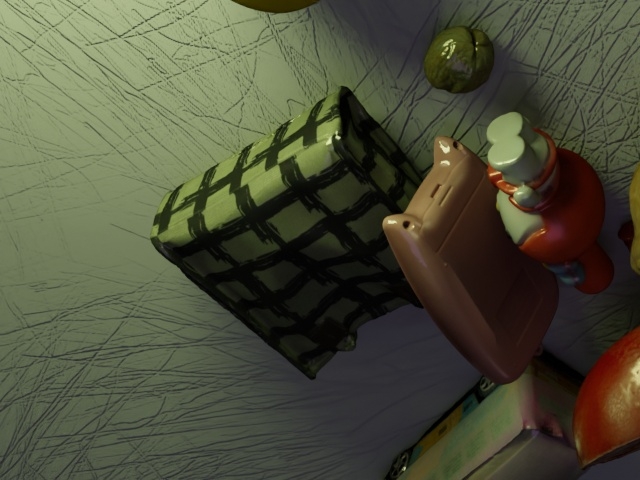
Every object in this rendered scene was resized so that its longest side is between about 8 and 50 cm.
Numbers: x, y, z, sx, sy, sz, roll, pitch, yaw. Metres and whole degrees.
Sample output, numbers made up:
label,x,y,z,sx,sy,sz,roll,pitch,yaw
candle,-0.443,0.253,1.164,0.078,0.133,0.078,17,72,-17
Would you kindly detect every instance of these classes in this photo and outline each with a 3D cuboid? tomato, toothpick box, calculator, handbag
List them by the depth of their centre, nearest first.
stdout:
label,x,y,z,sx,sy,sz,roll,pitch,yaw
calculator,0.213,0.035,1.863,0.048,0.220,0.330,-4,133,44
tomato,0.452,0.178,1.874,0.338,0.338,0.144,-33,72,28
toothpick box,0.427,0.012,1.902,0.047,0.047,0.083,-22,115,23
handbag,0.000,0.000,1.913,0.325,0.162,0.327,-28,120,28

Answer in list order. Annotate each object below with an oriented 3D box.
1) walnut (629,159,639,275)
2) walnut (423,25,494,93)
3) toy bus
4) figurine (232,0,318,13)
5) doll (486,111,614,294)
label,x,y,z,sx,sy,sz,roll,pitch,yaw
walnut,0.526,-0.036,1.705,0.344,0.306,0.306,-28,114,22
walnut,0.172,-0.222,1.779,0.092,0.092,0.092,5,124,8
toy bus,0.230,0.338,2.088,0.171,0.162,0.386,33,123,-13
figurine,-0.027,-0.423,1.634,0.215,0.187,0.344,20,119,-17
doll,0.295,-0.043,1.823,0.129,0.161,0.290,-20,137,22
